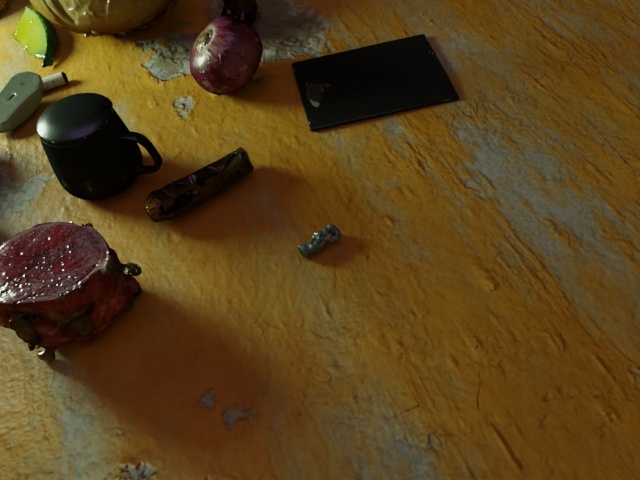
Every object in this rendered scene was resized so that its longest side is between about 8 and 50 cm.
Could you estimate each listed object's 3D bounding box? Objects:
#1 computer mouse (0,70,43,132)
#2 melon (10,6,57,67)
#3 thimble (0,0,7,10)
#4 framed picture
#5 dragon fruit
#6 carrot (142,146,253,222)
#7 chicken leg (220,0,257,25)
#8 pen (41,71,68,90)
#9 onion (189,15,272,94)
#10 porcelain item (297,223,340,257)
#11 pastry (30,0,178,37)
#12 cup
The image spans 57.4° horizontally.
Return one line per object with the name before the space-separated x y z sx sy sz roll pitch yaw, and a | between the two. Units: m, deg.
computer mouse | -0.703 -0.308 1.345 0.089 0.056 0.182 20 66 18
melon | -0.748 -0.530 1.528 0.114 0.053 0.262 -32 54 -7
thimble | -1.018 -0.712 1.641 0.237 0.150 0.237 -4 53 6
framed picture | 0.112 -0.357 1.297 0.323 0.013 0.244 -13 52 -2
dragon fruit | -0.418 0.084 0.963 0.282 0.147 0.211 4 44 7
carrot | -0.229 -0.107 1.120 0.228 0.069 0.069 -32 55 -17
chicken leg | -0.213 -0.591 1.492 0.105 0.063 0.234 -2 50 1
pen | -0.738 -0.347 1.394 0.268 0.033 0.033 -23 53 -9
onion | -0.209 -0.407 1.298 0.177 0.153 0.177 -6 67 14
porcelain item | 0.000 0.000 1.029 0.083 0.028 0.036 -30 71 -17
pastry | -0.540 -0.670 1.480 0.409 0.245 0.410 -4 55 6
cup | -0.423 -0.183 1.136 0.223 0.177 0.169 3 50 11
